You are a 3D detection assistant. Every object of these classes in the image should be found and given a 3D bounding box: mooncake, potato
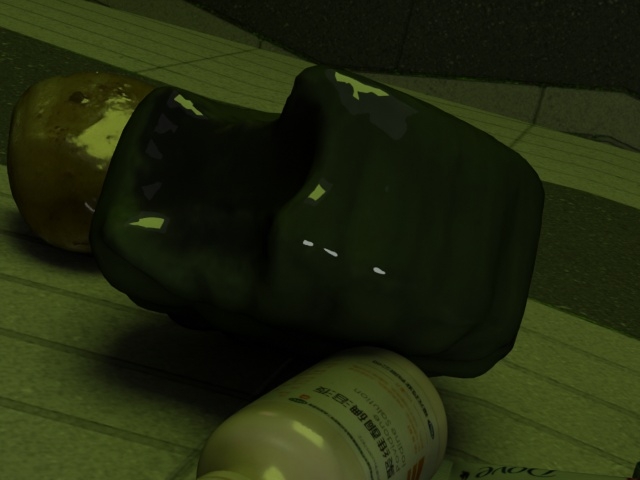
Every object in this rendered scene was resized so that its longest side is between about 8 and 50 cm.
[{"bbox_3d":[0.000,0.000,0.891,0.351,0.187,0.351,9,-14,2],"label":"mooncake"},{"bbox_3d":[-0.226,-0.059,1.109,0.203,0.178,0.158,23,31,-16],"label":"potato"}]

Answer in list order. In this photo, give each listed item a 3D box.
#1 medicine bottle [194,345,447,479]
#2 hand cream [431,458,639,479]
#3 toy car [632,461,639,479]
[{"bbox_3d":[-0.014,0.148,0.682,0.114,0.114,0.252,21,19,23],"label":"medicine bottle"},{"bbox_3d":[0.187,0.196,0.759,0.248,0.083,0.133,7,14,12],"label":"hand cream"},{"bbox_3d":[0.344,0.169,0.892,0.191,0.100,0.097,2,18,-41],"label":"toy car"}]
